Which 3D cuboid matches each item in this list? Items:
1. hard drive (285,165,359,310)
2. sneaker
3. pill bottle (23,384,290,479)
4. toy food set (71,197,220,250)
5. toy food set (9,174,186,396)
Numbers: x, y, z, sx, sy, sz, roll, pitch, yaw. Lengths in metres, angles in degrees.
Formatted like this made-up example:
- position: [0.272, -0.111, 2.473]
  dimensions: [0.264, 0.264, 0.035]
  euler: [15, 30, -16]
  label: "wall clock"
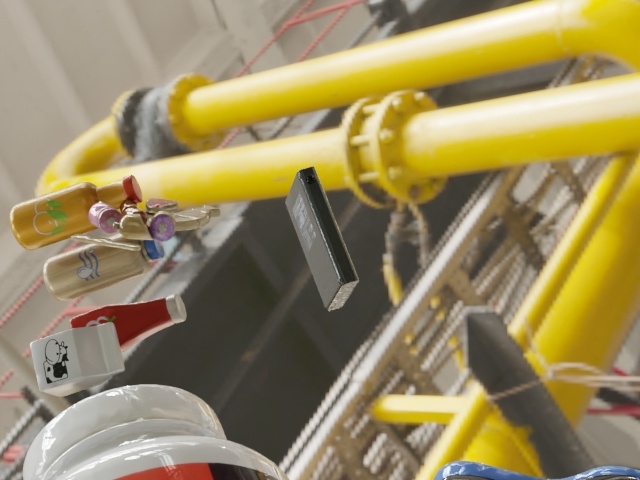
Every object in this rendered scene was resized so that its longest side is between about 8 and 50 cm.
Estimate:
- position: [0.000, 0.000, 1.307]
  dimensions: [0.022, 0.094, 0.135]
  euler: [-16, -107, -16]
  label: "hard drive"
- position: [0.206, 0.248, 1.056]
  dimensions: [0.090, 0.232, 0.081]
  euler: [-65, -27, -64]
  label: "sneaker"
- position: [-0.068, 0.231, 0.631]
  dimensions: [0.181, 0.181, 0.323]
  euler: [28, -157, -39]
  label: "pill bottle"
- position: [-0.135, -0.020, 0.931]
  dimensions: [0.122, 0.078, 0.019]
  euler: [-34, -50, -65]
  label: "toy food set"
- position: [-0.162, 0.071, 0.973]
  dimensions: [0.111, 0.105, 0.232]
  euler: [50, -157, -70]
  label: "toy food set"
